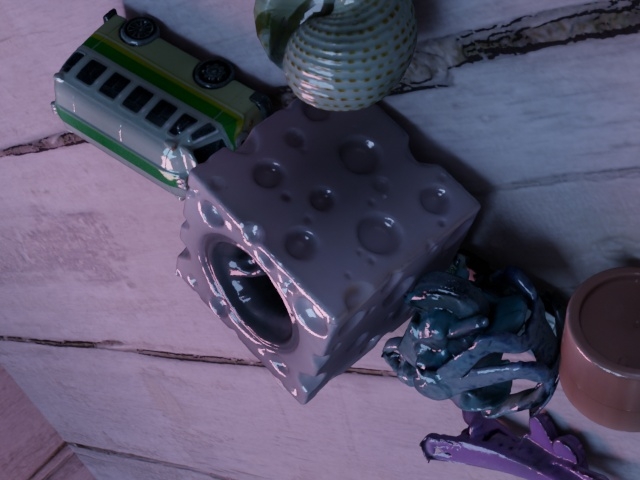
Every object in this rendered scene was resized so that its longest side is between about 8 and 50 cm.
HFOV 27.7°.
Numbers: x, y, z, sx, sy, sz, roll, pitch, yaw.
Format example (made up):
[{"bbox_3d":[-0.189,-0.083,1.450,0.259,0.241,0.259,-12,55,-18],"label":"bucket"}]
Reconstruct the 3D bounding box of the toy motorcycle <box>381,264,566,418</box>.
[{"bbox_3d":[0.182,0.129,1.519,0.206,0.154,0.260,23,150,4],"label":"toy motorcycle"}]

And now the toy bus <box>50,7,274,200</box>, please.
[{"bbox_3d":[-0.205,-0.164,1.681,0.276,0.165,0.133,31,150,23],"label":"toy bus"}]

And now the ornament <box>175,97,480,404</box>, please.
[{"bbox_3d":[0.000,0.000,1.527,0.239,0.240,0.240,46,153,16],"label":"ornament"}]

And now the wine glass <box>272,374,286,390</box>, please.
[{"bbox_3d":[-0.038,0.091,1.827,0.196,0.165,0.165,57,150,-10],"label":"wine glass"}]

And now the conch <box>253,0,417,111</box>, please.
[{"bbox_3d":[0.032,-0.230,1.328,0.172,0.131,0.200,51,119,37],"label":"conch"}]

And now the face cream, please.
[{"bbox_3d":[0.331,0.115,1.378,0.149,0.149,0.104,29,147,26],"label":"face cream"}]

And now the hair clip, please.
[{"bbox_3d":[0.275,0.286,1.762,0.278,0.090,0.137,12,126,33],"label":"hair clip"}]

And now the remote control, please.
[{"bbox_3d":[0.228,0.075,1.570,0.256,0.045,0.097,35,144,23],"label":"remote control"}]
